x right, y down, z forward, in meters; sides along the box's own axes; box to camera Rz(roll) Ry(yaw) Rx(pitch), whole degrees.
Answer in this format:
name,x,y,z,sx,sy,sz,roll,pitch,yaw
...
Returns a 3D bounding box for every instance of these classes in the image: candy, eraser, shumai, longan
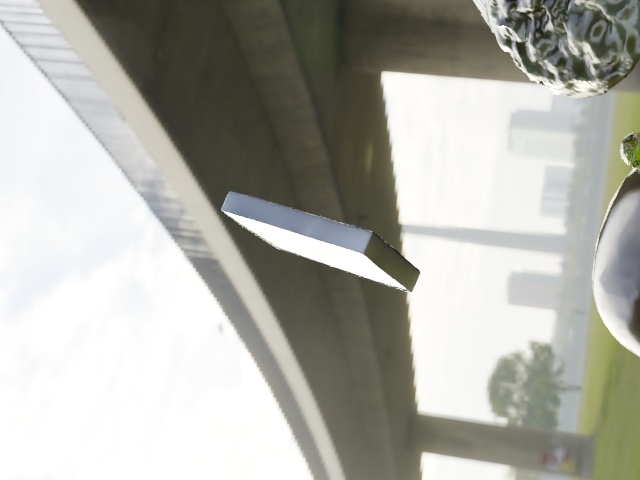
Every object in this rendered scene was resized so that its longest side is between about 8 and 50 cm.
name,x,y,z,sx,sy,sz,roll,pitch,yaw
candy,0.355,-0.060,1.226,0.035,0.035,0.122,-96,-15,-72
eraser,0.000,0.000,0.961,0.104,0.150,0.023,36,-106,-56
shumai,0.153,-0.232,0.829,0.189,0.218,0.256,-61,6,-1
longan,0.538,0.016,1.447,0.336,0.405,0.404,65,-172,11
